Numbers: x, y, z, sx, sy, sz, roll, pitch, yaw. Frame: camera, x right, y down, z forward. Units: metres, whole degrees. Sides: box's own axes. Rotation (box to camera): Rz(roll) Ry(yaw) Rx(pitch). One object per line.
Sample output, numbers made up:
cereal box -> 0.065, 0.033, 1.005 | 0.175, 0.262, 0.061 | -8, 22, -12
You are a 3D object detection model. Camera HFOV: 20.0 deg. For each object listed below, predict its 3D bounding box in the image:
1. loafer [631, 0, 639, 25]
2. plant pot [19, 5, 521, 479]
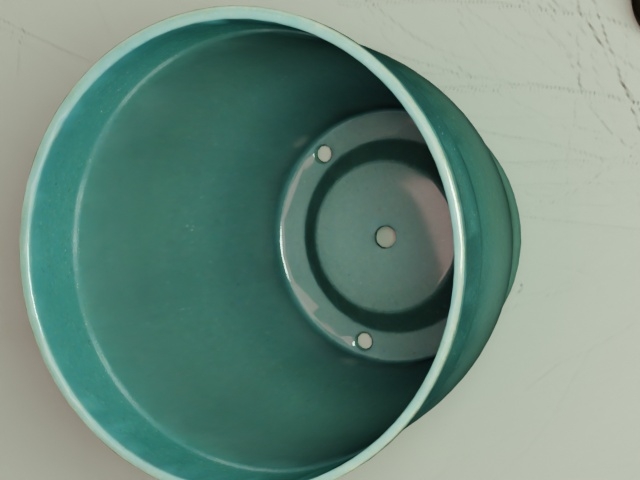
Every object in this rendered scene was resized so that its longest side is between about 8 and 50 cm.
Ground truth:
loafer -> 0.286, -0.154, 1.073 | 0.220, 0.078, 0.080 | -10, 89, 24
plant pot -> 0.000, 0.000, 1.109 | 0.272, 0.255, 0.271 | 2, 94, 23
